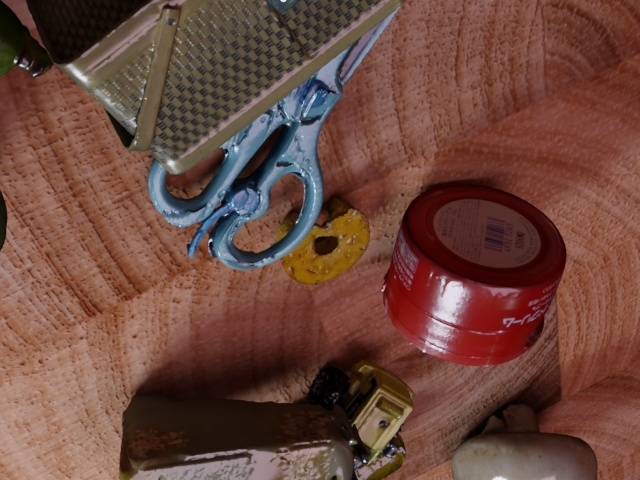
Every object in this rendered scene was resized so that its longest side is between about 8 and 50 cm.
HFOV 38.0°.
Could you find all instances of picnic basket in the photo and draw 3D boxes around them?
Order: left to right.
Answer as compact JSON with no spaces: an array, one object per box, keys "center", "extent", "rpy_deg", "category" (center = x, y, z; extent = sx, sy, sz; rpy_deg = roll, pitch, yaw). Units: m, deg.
[{"center":[-0.079,-0.196,0.704],"extent":[0.267,0.165,0.139],"rpy_deg":[-36,140,5],"category":"picnic basket"}]

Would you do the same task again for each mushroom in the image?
[{"center":[0.320,0.350,1.465],"extent":[0.227,0.178,0.226],"rpy_deg":[4,151,2],"category":"mushroom"}]

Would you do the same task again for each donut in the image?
[{"center":[0.000,0.000,1.026],"extent":[0.108,0.043,0.097],"rpy_deg":[-15,133,-19],"category":"donut"}]

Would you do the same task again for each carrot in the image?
[{"center":[0.040,0.329,1.331],"extent":[0.173,0.082,0.082],"rpy_deg":[-27,138,-7],"category":"carrot"}]

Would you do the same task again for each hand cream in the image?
[{"center":[0.173,0.035,1.053],"extent":[0.193,0.193,0.125],"rpy_deg":[-11,134,-22],"category":"hand cream"}]

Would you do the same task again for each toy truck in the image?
[{"center":[0.004,0.281,1.211],"extent":[0.136,0.111,0.286],"rpy_deg":[34,101,-25],"category":"toy truck"}]

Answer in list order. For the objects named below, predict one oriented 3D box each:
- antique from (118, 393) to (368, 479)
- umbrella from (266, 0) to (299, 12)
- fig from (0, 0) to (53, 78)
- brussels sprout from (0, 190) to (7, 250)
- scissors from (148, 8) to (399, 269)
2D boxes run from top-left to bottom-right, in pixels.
[{"center":[-0.088,0.263,1.080],"extent":[0.284,0.150,0.125],"rpy_deg":[0,113,-11],"category":"antique"},{"center":[-0.136,-0.269,0.551],"extent":[0.349,0.094,0.143],"rpy_deg":[39,112,-11],"category":"umbrella"},{"center":[-0.308,-0.139,0.616],"extent":[0.245,0.195,0.195],"rpy_deg":[-11,134,-33],"category":"fig"},{"center":[-0.340,-0.002,0.746],"extent":[0.183,0.131,0.145],"rpy_deg":[-36,173,13],"category":"brussels sprout"},{"center":[-0.013,-0.129,0.888],"extent":[0.180,0.032,0.393],"rpy_deg":[29,109,-32],"category":"scissors"}]
